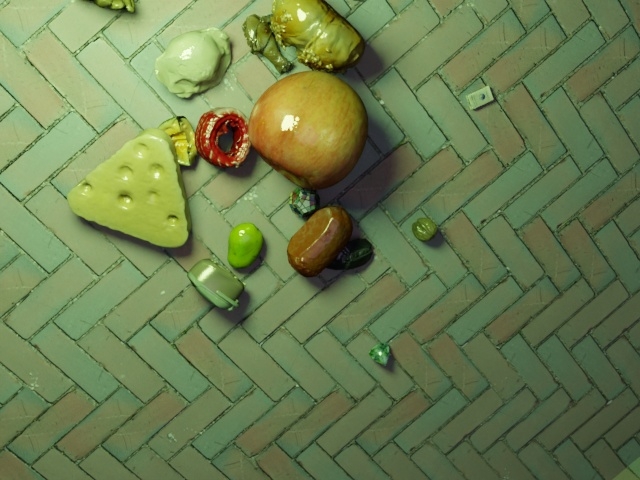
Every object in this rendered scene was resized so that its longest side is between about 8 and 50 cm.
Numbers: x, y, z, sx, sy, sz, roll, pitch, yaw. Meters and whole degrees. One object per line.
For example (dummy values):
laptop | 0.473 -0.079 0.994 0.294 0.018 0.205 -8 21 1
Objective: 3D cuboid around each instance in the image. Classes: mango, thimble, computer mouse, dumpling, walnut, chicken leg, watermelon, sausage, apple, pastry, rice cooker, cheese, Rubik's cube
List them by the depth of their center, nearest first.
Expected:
pastry | -0.017 -0.624 1.637 0.316 0.284 0.184 33 114 -22
apple | -0.028 -0.341 1.652 0.364 0.364 0.363 -2 103 -9
dumpling | -0.380 -0.545 1.666 0.258 0.147 0.193 -39 137 -5
cheese | -0.560 -0.183 1.691 0.384 0.104 0.384 -2 115 -3
thimble | -0.307 -0.327 1.708 0.163 0.125 0.189 0 100 -29
chicken leg | -0.170 -0.621 1.710 0.125 0.080 0.196 -28 107 -16
rice cooker | -0.348 0.148 1.818 0.206 0.145 0.127 35 84 -18
Rubik's cube | -0.054 -0.132 1.829 0.111 0.093 0.111 -2 101 -9
sausage | 0.001 0.001 1.835 0.268 0.153 0.141 -49 140 5
mango | -0.256 0.017 1.837 0.117 0.089 0.163 1 114 -18
computer mouse | 0.095 0.053 1.913 0.192 0.062 0.105 -13 105 -5
walnut | 0.372 -0.039 1.930 0.092 0.092 0.092 -2 103 -9
watermelon | 0.232 0.427 2.035 0.085 0.085 0.061 -25 146 -4

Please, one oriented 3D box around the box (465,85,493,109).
box | 0.557 -0.500 1.888 0.083 0.024 0.054 -26 104 -2

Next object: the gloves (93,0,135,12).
gloves | -0.668 -0.770 1.559 0.331 0.141 0.154 44 66 -6

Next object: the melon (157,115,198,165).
melon | -0.464 -0.324 1.728 0.128 0.079 0.160 -5 119 9
